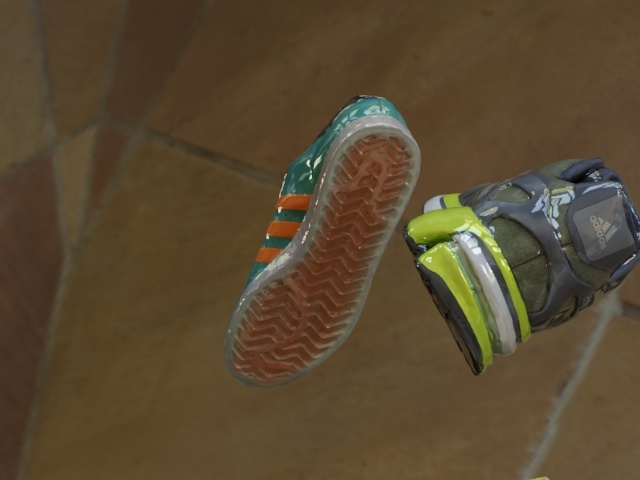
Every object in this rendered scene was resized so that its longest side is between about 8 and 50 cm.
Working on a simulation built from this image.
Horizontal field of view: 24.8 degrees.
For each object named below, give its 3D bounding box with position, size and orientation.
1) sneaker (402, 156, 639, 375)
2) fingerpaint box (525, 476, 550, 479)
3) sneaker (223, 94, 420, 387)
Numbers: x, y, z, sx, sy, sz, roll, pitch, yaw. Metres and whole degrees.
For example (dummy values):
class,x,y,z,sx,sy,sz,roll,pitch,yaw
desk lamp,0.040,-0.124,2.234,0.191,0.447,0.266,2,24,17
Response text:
class,x,y,z,sx,sy,sz,roll,pitch,yaw
sneaker,0.131,0.007,0.869,0.121,0.300,0.111,-24,93,9
fingerpaint box,0.032,0.438,1.297,0.445,0.163,0.371,-17,45,35
sneaker,0.000,0.000,1.369,0.302,0.108,0.121,-59,17,22
